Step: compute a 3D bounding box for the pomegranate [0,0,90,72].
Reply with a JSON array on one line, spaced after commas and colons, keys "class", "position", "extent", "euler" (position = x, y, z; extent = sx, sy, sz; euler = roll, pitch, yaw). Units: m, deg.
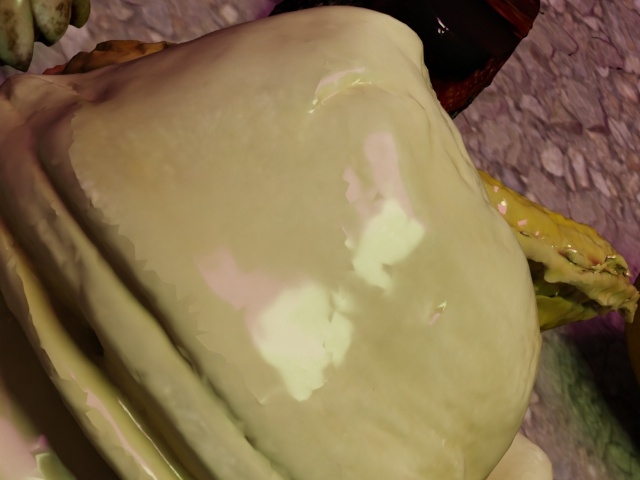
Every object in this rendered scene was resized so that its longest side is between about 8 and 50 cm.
[{"class": "pomegranate", "position": [-0.180, -0.203, 0.769], "extent": [0.202, 0.202, 0.248], "euler": [-63, 143, -50]}]

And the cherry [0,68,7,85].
[{"class": "cherry", "position": [-0.187, -0.009, 0.670], "extent": [0.148, 0.115, 0.188], "euler": [72, 18, -59]}]

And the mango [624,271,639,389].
[{"class": "mango", "position": [0.344, 0.126, 1.070], "extent": [0.384, 0.199, 0.221], "euler": [35, 43, -24]}]

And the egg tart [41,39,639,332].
[{"class": "egg tart", "position": [0.000, 0.000, 0.787], "extent": [0.315, 0.315, 0.120], "euler": [23, 88, -36]}]

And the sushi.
[{"class": "sushi", "position": [0.053, -0.139, 1.017], "extent": [0.136, 0.126, 0.225], "euler": [45, 32, -12]}]

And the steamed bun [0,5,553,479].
[{"class": "steamed bun", "position": [-0.043, 0.078, 0.586], "extent": [0.276, 0.289, 0.203], "euler": [41, 40, -32]}]
